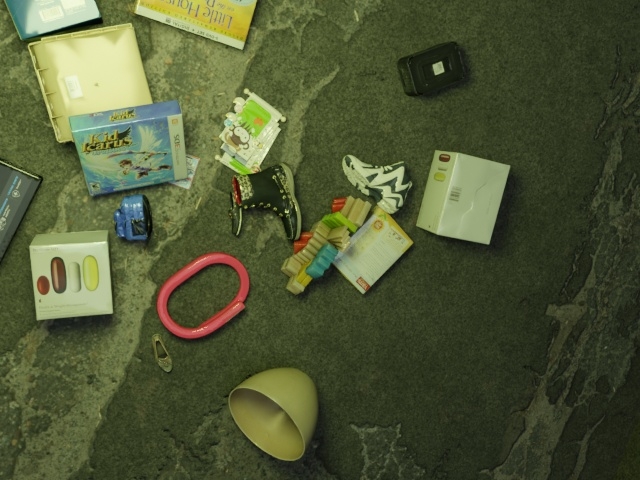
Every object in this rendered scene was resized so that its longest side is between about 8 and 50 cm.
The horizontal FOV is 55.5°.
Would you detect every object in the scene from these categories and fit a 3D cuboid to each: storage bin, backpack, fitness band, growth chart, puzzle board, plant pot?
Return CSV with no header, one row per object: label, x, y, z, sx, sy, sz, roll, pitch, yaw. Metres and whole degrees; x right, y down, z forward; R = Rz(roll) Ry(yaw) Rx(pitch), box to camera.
storage bin,-0.582,-0.405,1.586,0.260,0.123,0.262,-15,107,-14
backpack,-0.522,-0.067,1.692,0.101,0.098,0.120,-3,103,-14
fitness band,-0.348,0.163,1.826,0.291,0.054,0.209,-36,107,-9
growth chart,-0.210,-0.307,1.783,0.172,0.021,0.237,25,92,-20
storage bin,0.342,-0.530,1.881,0.180,0.084,0.122,-23,107,-11
puzzle board,-0.421,-0.210,1.740,0.128,0.011,0.096,18,96,-21
plant pot,-0.114,0.506,1.883,0.191,0.284,0.284,-41,115,-43

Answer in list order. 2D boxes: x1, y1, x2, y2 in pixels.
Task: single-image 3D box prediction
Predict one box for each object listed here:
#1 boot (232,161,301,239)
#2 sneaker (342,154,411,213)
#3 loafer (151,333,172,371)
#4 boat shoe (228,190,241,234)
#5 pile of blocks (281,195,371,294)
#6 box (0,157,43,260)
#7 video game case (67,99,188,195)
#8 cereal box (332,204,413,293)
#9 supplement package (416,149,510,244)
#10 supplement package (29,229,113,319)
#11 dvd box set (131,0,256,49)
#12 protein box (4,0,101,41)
boot,-0.157,-0.101,1.792,0.179,0.085,0.236,-15,102,-28
sneaker,0.190,-0.214,1.902,0.235,0.094,0.153,40,68,-2
loafer,-0.477,0.342,1.825,0.045,0.039,0.125,-20,107,-14
boat shoe,-0.254,-0.082,1.802,0.042,0.049,0.133,3,93,-23
pile of blocks,0.000,0.000,1.849,0.113,0.149,0.362,37,89,-22
box,-0.926,-0.099,1.569,0.293,0.073,0.295,27,92,-22
video game case,-0.491,-0.238,1.592,0.270,0.061,0.244,-13,146,-17
cereal box,0.159,0.030,1.961,0.240,0.047,0.173,-44,110,-4
supplement package,0.458,-0.141,1.969,0.204,0.145,0.261,10,98,-20
supplement package,-0.668,0.090,1.650,0.194,0.149,0.203,-4,104,-17
dvd box set,-0.288,-0.750,1.581,0.308,0.062,0.420,11,106,-30
protein box,-0.674,-0.617,1.501,0.200,0.136,0.201,-22,108,-12
